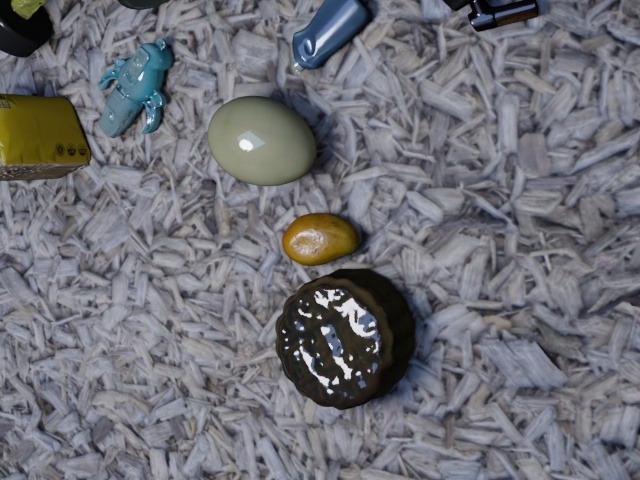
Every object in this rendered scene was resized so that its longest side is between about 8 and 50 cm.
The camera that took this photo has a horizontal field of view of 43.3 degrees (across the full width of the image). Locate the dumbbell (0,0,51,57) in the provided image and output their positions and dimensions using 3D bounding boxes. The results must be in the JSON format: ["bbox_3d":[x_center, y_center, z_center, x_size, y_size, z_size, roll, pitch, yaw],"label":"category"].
[{"bbox_3d":[-0.654,-0.600,1.903,0.322,0.203,0.204,-30,82,23],"label":"dumbbell"}]

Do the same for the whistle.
[{"bbox_3d":[-0.435,-0.357,1.890,0.186,0.093,0.274,45,113,14],"label":"whistle"}]

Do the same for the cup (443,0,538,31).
[{"bbox_3d":[0.304,-0.509,1.507,0.177,0.166,0.240,-33,80,26],"label":"cup"}]

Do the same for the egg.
[{"bbox_3d":[-0.123,-0.209,1.708,0.241,0.186,0.186,17,101,11],"label":"egg"}]

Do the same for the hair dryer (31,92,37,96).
[{"bbox_3d":[-0.785,-0.328,2.076,0.154,0.054,0.106,-30,77,13],"label":"hair dryer"}]

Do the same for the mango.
[{"bbox_3d":[-0.004,-0.006,1.724,0.164,0.089,0.115,-21,87,21],"label":"mango"}]

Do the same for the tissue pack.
[{"bbox_3d":[-0.705,-0.247,1.920,0.134,0.270,0.192,-23,85,28],"label":"tissue pack"}]

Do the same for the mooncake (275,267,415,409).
[{"bbox_3d":[0.044,0.207,1.681,0.290,0.161,0.291,2,94,25],"label":"mooncake"}]

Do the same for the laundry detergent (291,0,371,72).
[{"bbox_3d":[0.009,-0.434,1.700,0.206,0.061,0.097,-43,85,22],"label":"laundry detergent"}]

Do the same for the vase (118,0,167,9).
[{"bbox_3d":[-0.441,-0.702,1.830,0.173,0.173,0.321,-33,75,23],"label":"vase"}]
